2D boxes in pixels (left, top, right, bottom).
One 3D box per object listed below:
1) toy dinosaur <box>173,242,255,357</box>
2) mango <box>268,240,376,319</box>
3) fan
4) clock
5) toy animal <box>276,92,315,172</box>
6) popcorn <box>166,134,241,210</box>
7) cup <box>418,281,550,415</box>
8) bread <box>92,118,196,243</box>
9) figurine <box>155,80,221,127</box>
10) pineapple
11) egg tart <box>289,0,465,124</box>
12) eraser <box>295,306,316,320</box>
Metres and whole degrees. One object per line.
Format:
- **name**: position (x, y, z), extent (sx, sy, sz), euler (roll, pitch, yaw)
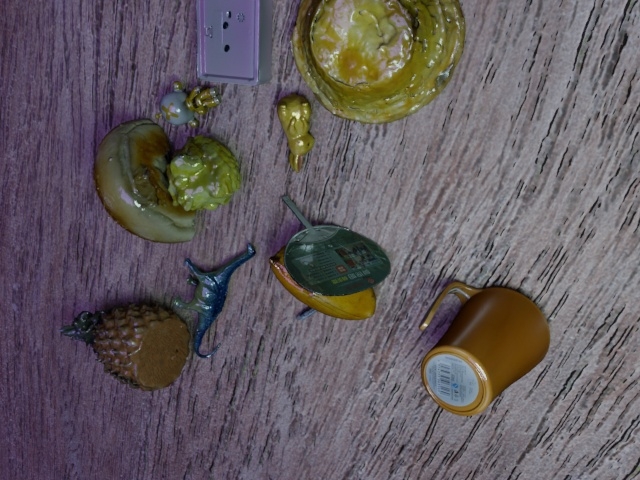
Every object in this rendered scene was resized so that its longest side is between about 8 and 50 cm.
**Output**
- **toy dinosaur**: position (-0.280, 0.133, 1.403), extent (0.147, 0.076, 0.362), euler (27, 113, 6)
- **mango**: position (0.013, 0.083, 1.224), extent (0.252, 0.126, 0.153), euler (34, 122, 2)
- **fan**: position (0.033, 0.010, 1.181), extent (0.224, 0.294, 0.012), euler (6, 131, -10)
- **clock**: position (-0.177, -0.425, 1.168), extent (0.150, 0.063, 0.197), euler (11, 112, 21)
- **toy animal**: position (-0.048, -0.220, 1.188), extent (0.070, 0.083, 0.159), euler (-7, 118, -1)
- **popcorn**: position (-0.264, -0.140, 1.258), extent (0.174, 0.142, 0.173), euler (0, 89, -16)
- **cup**: position (0.290, 0.191, 1.070), extent (0.226, 0.264, 0.182), euler (47, 129, 16)
- **bread**: position (-0.421, -0.114, 1.313), extent (0.171, 0.192, 0.313), euler (-22, 98, 28)
- **figurine**: position (-0.291, -0.298, 1.267), extent (0.144, 0.068, 0.101), euler (8, 119, 4)
- **pineapple**: position (-0.527, 0.256, 1.498), extent (0.358, 0.223, 0.222), euler (7, 111, 31)
- **egg tart**: position (0.086, -0.370, 1.034), extent (0.342, 0.129, 0.340), euler (8, 110, 23)
- **eraser**: position (-0.018, 0.158, 1.320), extent (0.099, 0.027, 0.019), euler (-36, 98, 31)
